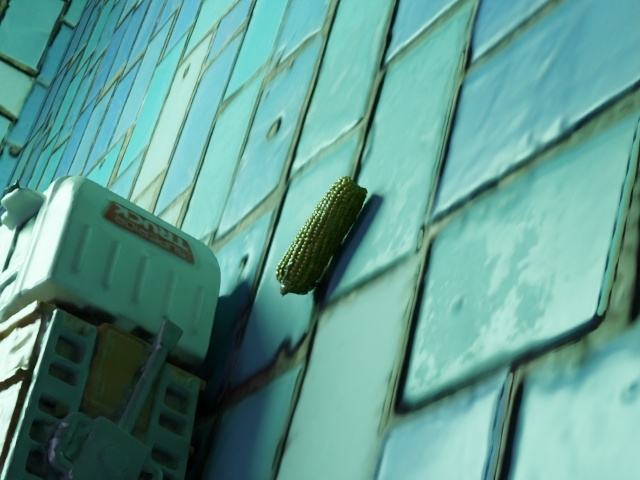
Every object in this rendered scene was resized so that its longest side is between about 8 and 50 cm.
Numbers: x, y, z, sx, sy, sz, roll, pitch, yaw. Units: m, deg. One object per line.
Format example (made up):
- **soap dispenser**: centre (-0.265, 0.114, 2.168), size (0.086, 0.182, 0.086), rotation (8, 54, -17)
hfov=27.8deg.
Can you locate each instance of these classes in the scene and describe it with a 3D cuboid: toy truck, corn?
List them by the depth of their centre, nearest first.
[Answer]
- **corn**: centre (0.000, 0.000, 0.775), size (0.083, 0.028, 0.027), rotation (-56, 15, 6)
- **toy truck**: centre (-0.177, 0.139, 0.833), size (0.207, 0.173, 0.387), rotation (-35, 35, 40)
